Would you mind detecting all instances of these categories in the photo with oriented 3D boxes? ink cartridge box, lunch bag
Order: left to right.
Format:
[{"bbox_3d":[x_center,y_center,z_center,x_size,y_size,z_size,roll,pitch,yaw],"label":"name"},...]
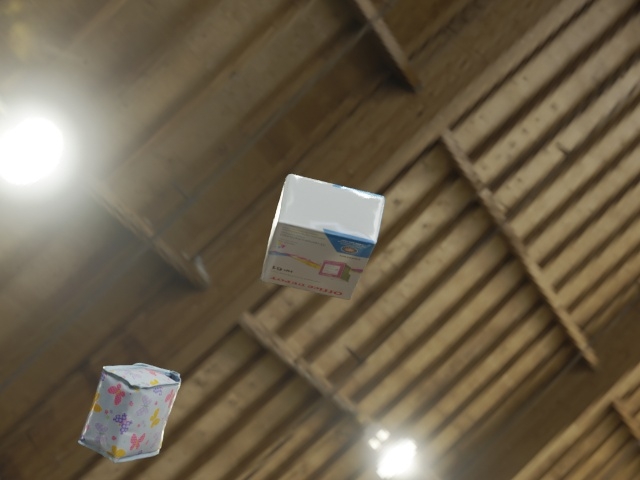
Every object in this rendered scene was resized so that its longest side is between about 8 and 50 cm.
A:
[{"bbox_3d":[-0.154,0.142,1.027,0.083,0.053,0.071,5,-75,-62],"label":"lunch bag"},{"bbox_3d":[0.000,0.000,1.104,0.088,0.052,0.122,13,-27,-4],"label":"ink cartridge box"}]
